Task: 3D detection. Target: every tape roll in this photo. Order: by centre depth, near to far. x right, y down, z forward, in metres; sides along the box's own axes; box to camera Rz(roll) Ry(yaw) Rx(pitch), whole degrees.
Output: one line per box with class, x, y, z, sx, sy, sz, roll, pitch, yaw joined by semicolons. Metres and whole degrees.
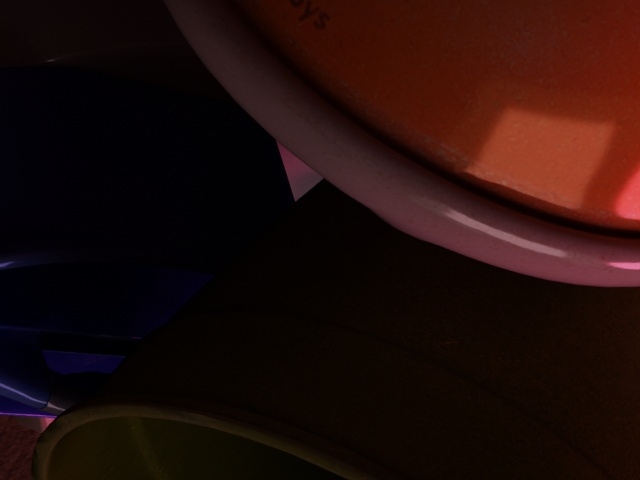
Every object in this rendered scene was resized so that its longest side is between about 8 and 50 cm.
tape roll;-0.154;-0.063;1.141;0.392;0.072;0.392;-11;158;-5

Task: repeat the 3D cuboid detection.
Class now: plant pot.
plant pot;0.093;0.082;0.909;0.366;0.353;0.366;24;147;17

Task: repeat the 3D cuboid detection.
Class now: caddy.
caddy;-0.151;0.031;1.037;0.341;0.179;0.241;9;148;-44

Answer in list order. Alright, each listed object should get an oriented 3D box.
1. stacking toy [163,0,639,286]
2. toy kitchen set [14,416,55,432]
stacking toy;0.161;-0.244;0.669;0.351;0.350;0.480;2;138;-34
toy kitchen set;-0.147;0.089;1.369;0.166;0.122;0.207;-20;-162;-35
